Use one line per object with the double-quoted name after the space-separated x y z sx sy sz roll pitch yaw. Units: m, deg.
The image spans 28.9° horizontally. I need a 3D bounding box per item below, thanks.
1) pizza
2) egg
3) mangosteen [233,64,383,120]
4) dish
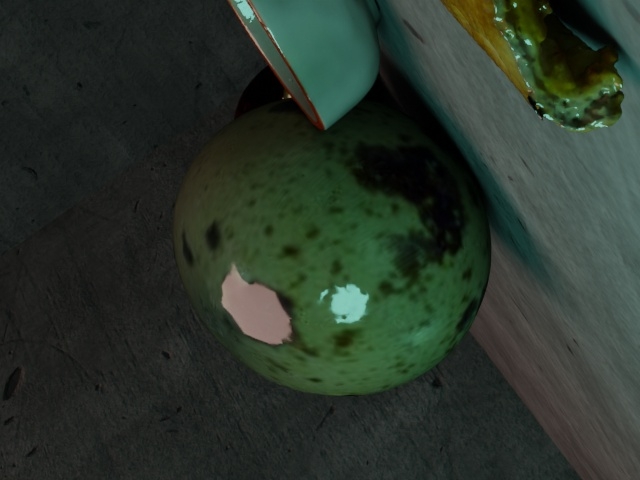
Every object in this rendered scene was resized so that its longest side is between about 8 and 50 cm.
0.075 -0.166 0.689 0.271 0.056 0.134 57 -177 37 "pizza"
0.000 0.000 1.455 0.428 0.345 0.345 20 153 45 "egg"
-0.015 -0.161 1.697 0.216 0.216 0.216 55 180 0 "mangosteen"
-0.021 -0.248 1.281 0.256 0.117 0.256 57 178 3 "dish"
